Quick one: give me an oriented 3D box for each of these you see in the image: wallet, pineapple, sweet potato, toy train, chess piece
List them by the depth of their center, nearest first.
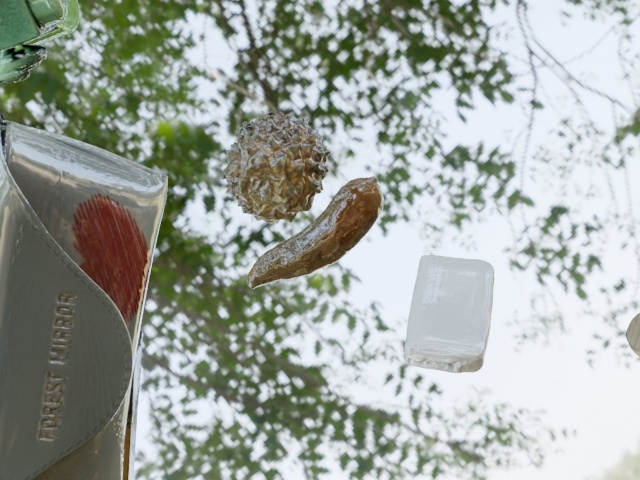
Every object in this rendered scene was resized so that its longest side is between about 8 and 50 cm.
[{"bbox_3d":[-0.330,-0.182,0.910,0.253,0.105,0.157,-18,20,12],"label":"toy train"},{"bbox_3d":[0.150,0.082,1.163,0.190,0.095,0.033,-74,-15,-53],"label":"wallet"},{"bbox_3d":[-0.061,-0.121,1.551,0.166,0.166,0.193,-56,4,34],"label":"pineapple"},{"bbox_3d":[0.511,0.144,1.555,0.083,0.083,0.038,-45,-52,12],"label":"chess piece"},{"bbox_3d":[0.000,0.002,1.746,0.292,0.097,0.097,-40,-22,12],"label":"sweet potato"}]

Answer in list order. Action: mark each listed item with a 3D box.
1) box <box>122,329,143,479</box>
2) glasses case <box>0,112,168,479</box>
[{"bbox_3d":[-0.417,0.330,1.560,0.116,0.265,0.415,-99,16,-74],"label":"box"},{"bbox_3d":[-0.164,0.079,0.616,0.128,0.307,0.083,10,-7,-27],"label":"glasses case"}]
